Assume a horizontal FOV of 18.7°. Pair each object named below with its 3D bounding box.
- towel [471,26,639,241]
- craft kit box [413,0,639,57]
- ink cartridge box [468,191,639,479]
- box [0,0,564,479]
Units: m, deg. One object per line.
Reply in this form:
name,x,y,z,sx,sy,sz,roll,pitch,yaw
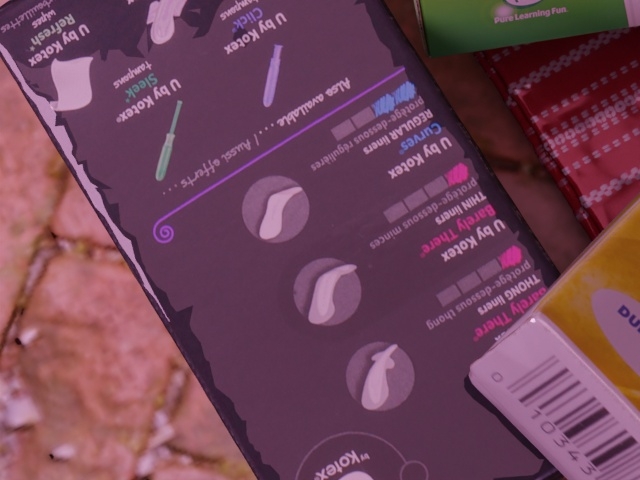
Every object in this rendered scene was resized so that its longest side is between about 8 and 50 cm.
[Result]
towel,0.187,-0.078,0.869,0.199,0.031,0.275,-31,82,-1
craft kit box,0.152,-0.196,0.815,0.250,0.061,0.246,-8,46,5
ink cartridge box,0.256,0.058,0.734,0.303,0.072,0.307,45,59,3
box,0.000,0.000,0.807,0.143,0.165,0.270,-32,81,0
